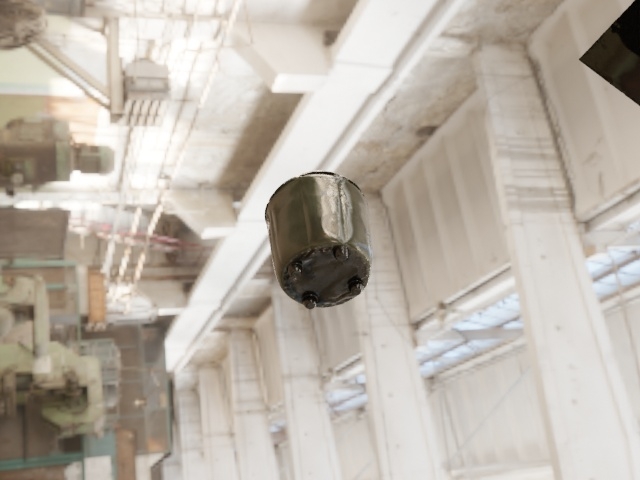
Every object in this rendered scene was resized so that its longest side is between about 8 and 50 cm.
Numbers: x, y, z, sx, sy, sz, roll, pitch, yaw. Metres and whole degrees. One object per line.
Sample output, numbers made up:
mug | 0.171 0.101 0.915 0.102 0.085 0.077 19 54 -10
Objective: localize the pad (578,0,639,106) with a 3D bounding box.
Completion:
pad | 0.304 -0.167 0.613 0.190 0.127 0.004 -49 -167 29

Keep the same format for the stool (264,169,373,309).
stool | 0.000 0.000 0.739 0.110 0.096 0.096 -98 -162 -49
